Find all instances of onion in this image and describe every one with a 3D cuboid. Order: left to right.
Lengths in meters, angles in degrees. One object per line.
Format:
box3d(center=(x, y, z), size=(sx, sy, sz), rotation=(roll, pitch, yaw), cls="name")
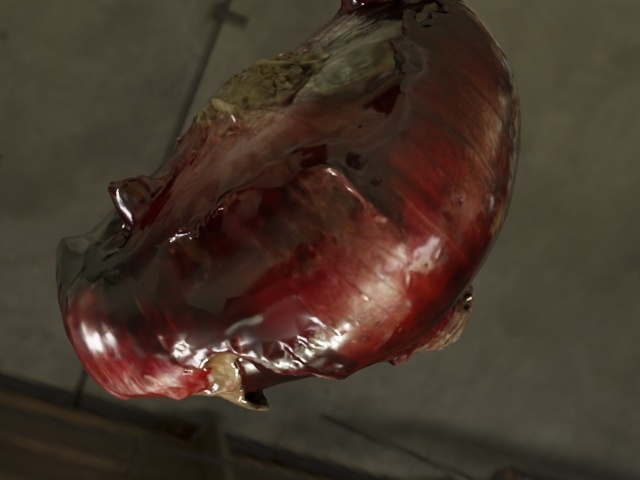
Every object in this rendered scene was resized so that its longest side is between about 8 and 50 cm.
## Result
box3d(center=(0.000, 0.000, 0.796), size=(0.195, 0.272, 0.272), rotation=(48, -163, -16), cls="onion")
